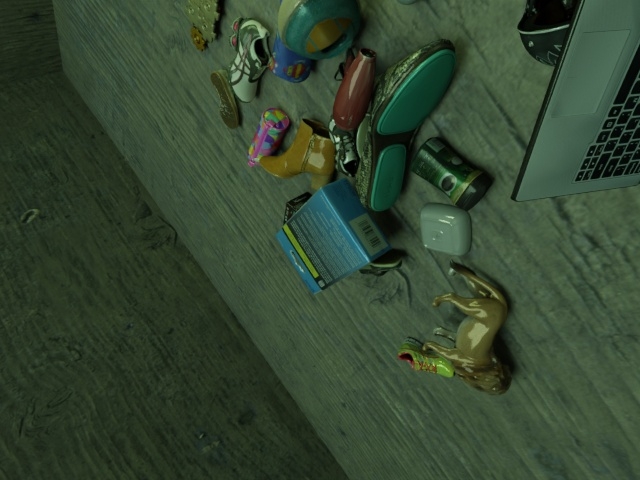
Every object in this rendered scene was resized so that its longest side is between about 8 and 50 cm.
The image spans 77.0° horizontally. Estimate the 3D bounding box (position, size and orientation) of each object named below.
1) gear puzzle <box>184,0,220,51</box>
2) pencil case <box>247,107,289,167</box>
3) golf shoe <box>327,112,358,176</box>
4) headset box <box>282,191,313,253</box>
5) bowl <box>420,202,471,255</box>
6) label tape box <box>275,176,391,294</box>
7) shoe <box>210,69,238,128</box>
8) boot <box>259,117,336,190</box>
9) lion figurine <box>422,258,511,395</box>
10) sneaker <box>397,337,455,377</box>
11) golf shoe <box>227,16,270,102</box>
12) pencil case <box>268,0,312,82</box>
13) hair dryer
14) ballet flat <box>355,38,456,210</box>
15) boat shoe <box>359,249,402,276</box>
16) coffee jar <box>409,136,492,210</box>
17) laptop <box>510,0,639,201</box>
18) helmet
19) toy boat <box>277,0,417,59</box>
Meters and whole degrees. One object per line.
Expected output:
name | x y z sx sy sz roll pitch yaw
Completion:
gear puzzle | -0.392 -0.782 1.368 0.175 0.044 0.339 51 149 6
pencil case | -0.187 -0.353 1.411 0.104 0.105 0.236 51 145 8
golf shoe | 0.077 -0.272 1.149 0.093 0.077 0.198 -124 14 -48
headset box | 0.000 0.000 1.456 0.293 0.110 0.217 40 142 23
bowl | 0.327 -0.024 1.080 0.142 0.053 0.141 17 129 43
label tape box | 0.023 0.002 1.250 0.249 0.115 0.348 57 145 5
shoe | -0.346 -0.528 1.510 0.077 0.058 0.218 7 129 25
boot | -0.073 -0.298 1.310 0.296 0.104 0.211 25 130 22
lion figurine | 0.429 0.249 1.106 0.241 0.142 0.391 21 129 31
sneaker | 0.356 0.418 1.374 0.209 0.094 0.081 19 130 41
golf shoe | -0.225 -0.558 1.287 0.120 0.105 0.272 32 140 21
pencil case | -0.063 -0.574 1.054 0.306 0.120 0.133 109 159 -51
hair dryer | 0.062 -0.370 0.949 0.293 0.080 0.223 -157 66 -75
ballet flat | 0.163 -0.284 0.998 0.181 0.164 0.482 60 154 32
boat shoe | 0.192 0.080 1.319 0.224 0.080 0.073 -3 121 58
coffee jar | 0.311 -0.158 0.964 0.184 0.079 0.096 45 140 19
laptop | 0.547 -0.179 0.525 0.236 0.409 0.381 -109 14 -50
helmet | 0.397 -0.351 0.613 0.170 0.170 0.161 26 125 37
toy boat | 0.060 -0.507 0.881 0.319 0.267 0.148 -28 91 25
